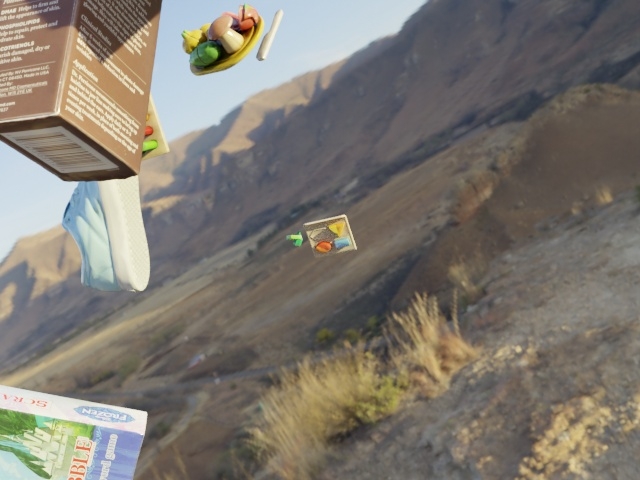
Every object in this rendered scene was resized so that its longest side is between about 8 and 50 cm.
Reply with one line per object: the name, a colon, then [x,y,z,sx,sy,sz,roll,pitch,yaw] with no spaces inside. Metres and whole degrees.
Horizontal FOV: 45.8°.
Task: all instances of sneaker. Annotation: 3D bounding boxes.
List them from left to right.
sneaker: [-0.425,-0.075,1.418,0.150,0.365,0.135,-5,6,7]

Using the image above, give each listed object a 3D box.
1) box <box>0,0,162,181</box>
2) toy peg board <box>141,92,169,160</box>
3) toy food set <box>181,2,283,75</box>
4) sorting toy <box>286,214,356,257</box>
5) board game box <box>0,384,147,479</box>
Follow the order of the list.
box: [-0.333,-0.293,1.051,0.143,0.381,0.191,-2,-20,19]
toy peg board: [-0.466,-0.261,1.790,0.161,0.160,0.079,-14,9,14]
toy food set: [-0.170,-0.360,1.306,0.218,0.071,0.128,0,59,43]
sorting toy: [0.000,0.000,0.985,0.083,0.062,0.012,-13,37,11]
board game box: [-0.415,0.344,0.966,0.318,0.318,0.066,13,11,-12]
